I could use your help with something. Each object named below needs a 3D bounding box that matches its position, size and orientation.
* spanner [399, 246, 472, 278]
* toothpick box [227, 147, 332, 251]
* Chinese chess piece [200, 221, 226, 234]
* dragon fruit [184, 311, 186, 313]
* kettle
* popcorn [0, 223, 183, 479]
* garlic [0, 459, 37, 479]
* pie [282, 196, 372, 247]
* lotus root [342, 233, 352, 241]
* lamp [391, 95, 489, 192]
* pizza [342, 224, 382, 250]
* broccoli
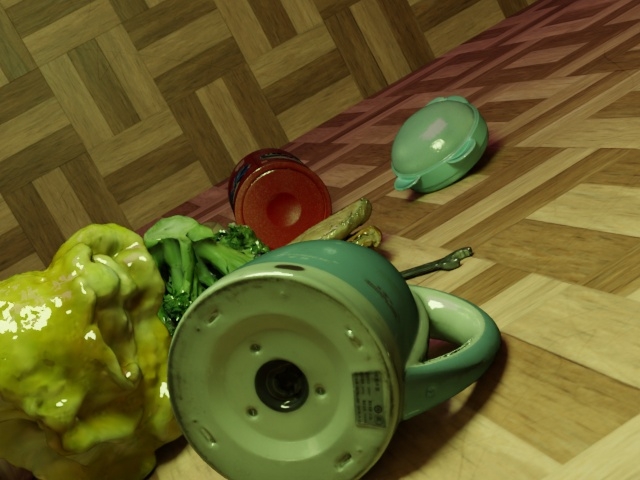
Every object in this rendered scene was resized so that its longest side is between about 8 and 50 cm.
[{"bbox_3d":[0.125,0.055,1.626,0.254,0.015,0.054,-19,16,35],"label":"spanner"},{"bbox_3d":[-0.096,-0.089,2.256,0.204,0.204,0.333,-29,11,-2],"label":"toothpick box"},{"bbox_3d":[-0.325,0.056,2.402,0.273,0.102,0.273,-27,12,6],"label":"Chinese chess piece"},{"bbox_3d":[-0.100,0.132,1.465,0.092,0.192,0.122,-111,39,-55],"label":"dragon fruit"},{"bbox_3d":[0.040,0.115,1.179,0.319,0.247,0.342,9,16,15],"label":"kettle"},{"bbox_3d":[-0.331,0.171,1.400,0.293,0.334,0.292,2,36,16],"label":"popcorn"},{"bbox_3d":[-0.532,0.321,1.622,0.256,0.207,0.207,15,28,14],"label":"garlic"},{"bbox_3d":[-0.002,-0.003,1.821,0.218,0.052,0.185,-33,-1,7],"label":"pie"},{"bbox_3d":[-0.007,0.017,1.957,0.152,0.063,0.072,-22,22,-8],"label":"lotus root"},{"bbox_3d":[0.243,-0.206,2.110,0.209,0.147,0.284,-25,12,27],"label":"lamp"},{"bbox_3d":[0.024,0.049,1.780,0.199,0.062,0.188,-35,0,-7],"label":"pizza"},{"bbox_3d":[-0.178,0.082,1.640,0.308,0.275,0.308,-9,37,7],"label":"broccoli"}]
